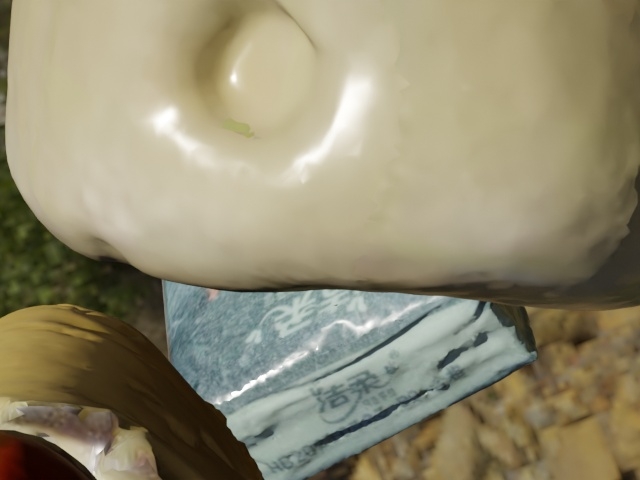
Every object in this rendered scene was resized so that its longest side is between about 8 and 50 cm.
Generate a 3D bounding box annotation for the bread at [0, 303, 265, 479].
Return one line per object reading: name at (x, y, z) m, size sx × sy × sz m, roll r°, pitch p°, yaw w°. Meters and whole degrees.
bread at (-0.110, 0.221, 0.742) m, size 0.250 × 0.361 × 0.394 m, roll 28°, pitch -175°, yaw -2°

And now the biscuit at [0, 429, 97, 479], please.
biscuit at (-0.049, 0.170, 0.376) m, size 0.432 × 0.064 × 0.283 m, roll 6°, pitch -120°, yaw -54°

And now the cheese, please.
cheese at (0.029, -0.053, 0.446) m, size 0.235 × 0.217 × 0.117 m, roll -137°, pitch 52°, yaw -65°

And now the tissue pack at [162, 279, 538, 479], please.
tissue pack at (0.000, 0.000, 1.183) m, size 0.103 × 0.228 × 0.316 m, roll 49°, pitch -160°, yaw -37°
